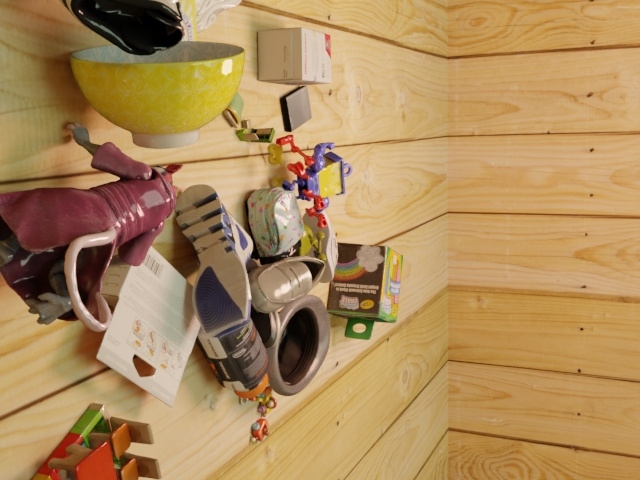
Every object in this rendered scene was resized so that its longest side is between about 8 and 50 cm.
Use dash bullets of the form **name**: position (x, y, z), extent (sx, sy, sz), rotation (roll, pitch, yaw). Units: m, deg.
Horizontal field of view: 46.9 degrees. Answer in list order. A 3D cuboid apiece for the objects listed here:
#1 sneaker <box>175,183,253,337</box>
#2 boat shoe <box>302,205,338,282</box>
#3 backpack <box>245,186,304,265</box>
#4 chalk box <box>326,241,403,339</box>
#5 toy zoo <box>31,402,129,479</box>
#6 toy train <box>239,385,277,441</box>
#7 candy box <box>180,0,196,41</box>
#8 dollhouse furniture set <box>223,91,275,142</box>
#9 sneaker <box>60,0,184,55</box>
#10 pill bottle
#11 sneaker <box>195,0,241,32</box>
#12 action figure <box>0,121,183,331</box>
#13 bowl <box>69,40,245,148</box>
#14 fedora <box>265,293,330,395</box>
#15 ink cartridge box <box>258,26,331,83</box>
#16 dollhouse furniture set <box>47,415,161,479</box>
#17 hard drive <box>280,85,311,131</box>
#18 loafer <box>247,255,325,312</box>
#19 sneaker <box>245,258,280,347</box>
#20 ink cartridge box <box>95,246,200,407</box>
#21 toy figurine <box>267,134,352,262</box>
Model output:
- **sneaker**: position (-0.195, 0.046, 1.565), extent (0.182, 0.127, 0.316), rotation (38, 35, -67)
- **boat shoe**: position (0.000, 0.000, 2.116), extent (0.084, 0.095, 0.258), rotation (-64, 157, -49)
- **backpack**: position (-0.111, -0.044, 1.821), extent (0.152, 0.115, 0.182), rotation (-46, 130, -52)
- **chalk box**: position (0.140, 0.167, 2.318), extent (0.179, 0.180, 0.289), rotation (26, 70, -63)
- **toy zoo**: position (-0.429, 0.453, 1.265), extent (0.293, 0.030, 0.192), rotation (-58, 142, -48)
- **toy train**: position (-0.147, 0.426, 1.866), extent (0.125, 0.046, 0.166), rotation (-59, 144, -47)
- **candy box**: position (-0.292, -0.382, 1.437), extent (0.105, 0.027, 0.206), rotation (-8, 101, -33)
- **dollhouse furniture set**: position (-0.166, -0.285, 1.742), extent (0.152, 0.058, 0.076), rotation (55, 43, -53)
- **sneaker**: position (-0.278, -0.419, 1.235), extent (0.447, 0.169, 0.258), rotation (-24, 81, -54)
- **pill bottle**: position (-0.192, 0.246, 1.648), extent (0.130, 0.130, 0.246), rotation (-64, 146, -42)
- **sneaker**: position (-0.238, -0.522, 1.533), extent (0.232, 0.090, 0.115), rotation (-62, 142, -45)
- **action figure**: position (-0.337, -0.050, 1.165), extent (0.370, 0.275, 0.248), rotation (-38, 121, -42)
- **bowl**: position (-0.269, -0.245, 1.259), extent (0.289, 0.289, 0.156), rotation (-39, 134, -59)
- **fedora**: position (-0.096, 0.260, 1.869), extent (0.275, 0.124, 0.244), rotation (-47, 132, -48)
- **ink cartridge box**: position (-0.064, -0.462, 1.868), extent (0.176, 0.127, 0.128), rotation (-17, 108, -65)
- **dollhouse furniture set**: position (-0.356, 0.463, 1.223), extent (0.262, 0.135, 0.259), rotation (-39, 127, -59)
- **hard drive**: position (-0.066, -0.358, 2.002), extent (0.135, 0.022, 0.094), rotation (-46, 133, -55)
- **loafer**: position (-0.079, 0.089, 1.712), extent (0.112, 0.111, 0.319), rotation (62, 20, 0)
- **sneaker**: position (-0.173, 0.147, 1.710), extent (0.118, 0.083, 0.222), rotation (6, 60, -59)
- **ink cartridge box**: position (-0.332, 0.162, 1.419), extent (0.275, 0.060, 0.239), rotation (57, 43, -53)
- **toy figurine**: position (0.017, -0.122, 1.917), extent (0.217, 0.191, 0.363), rotation (-28, 127, -33)
